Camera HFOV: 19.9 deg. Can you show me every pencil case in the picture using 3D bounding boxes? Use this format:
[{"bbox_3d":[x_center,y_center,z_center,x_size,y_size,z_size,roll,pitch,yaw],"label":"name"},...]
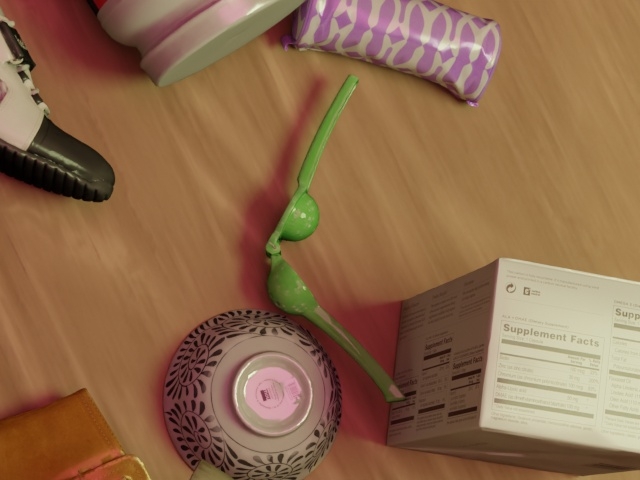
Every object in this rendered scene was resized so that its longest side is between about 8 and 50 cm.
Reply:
[{"bbox_3d":[0.068,-0.193,1.720,0.206,0.086,0.088,16,111,-10],"label":"pencil case"}]

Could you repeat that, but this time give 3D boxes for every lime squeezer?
[{"bbox_3d":[0.000,0.000,1.665,0.110,0.059,0.310,-12,76,16],"label":"lime squeezer"}]

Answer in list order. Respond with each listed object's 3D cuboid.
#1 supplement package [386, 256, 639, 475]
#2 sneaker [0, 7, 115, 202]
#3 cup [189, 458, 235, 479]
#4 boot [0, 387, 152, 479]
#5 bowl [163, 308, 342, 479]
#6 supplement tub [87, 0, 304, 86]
[{"bbox_3d":[0.198,0.119,1.606,0.204,0.262,0.145,10,79,-13],"label":"supplement package"},{"bbox_3d":[-0.303,-0.160,1.591,0.330,0.122,0.146,33,76,-8],"label":"sneaker"},{"bbox_3d":[-0.063,0.372,1.422,0.237,0.331,0.331,27,75,0],"label":"cup"},{"bbox_3d":[-0.221,0.288,1.547,0.211,0.104,0.295,-22,83,-17],"label":"boot"},{"bbox_3d":[-0.051,0.141,1.630,0.170,0.080,0.170,2,81,-15],"label":"bowl"},{"bbox_3d":[-0.148,-0.295,1.620,0.191,0.191,0.272,-32,89,-18],"label":"supplement tub"}]
